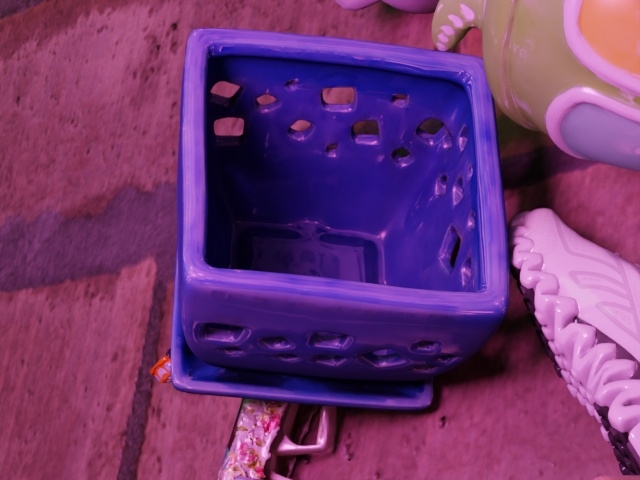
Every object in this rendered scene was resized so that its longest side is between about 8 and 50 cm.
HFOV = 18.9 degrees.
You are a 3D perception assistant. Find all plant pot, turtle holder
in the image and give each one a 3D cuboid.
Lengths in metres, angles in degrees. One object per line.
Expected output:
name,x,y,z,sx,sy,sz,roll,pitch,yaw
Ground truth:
plant pot,0.000,0.000,1.447,0.212,0.236,0.236,108,165,-55
turtle holder,0.234,-0.176,1.285,0.227,0.320,0.243,32,63,26

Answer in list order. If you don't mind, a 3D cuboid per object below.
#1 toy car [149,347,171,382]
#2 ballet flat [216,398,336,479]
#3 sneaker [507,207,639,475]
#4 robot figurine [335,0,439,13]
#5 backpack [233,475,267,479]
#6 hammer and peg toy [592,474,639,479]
toy car,-0.090,0.091,1.645,0.122,0.060,0.040,-39,76,32
ballet flat,-0.035,0.170,1.526,0.077,0.091,0.241,12,79,21
sneaker,0.218,0.066,1.325,0.118,0.110,0.292,-29,40,0
robot figurine,0.130,-0.311,1.544,0.353,0.200,0.300,-22,40,35
backpack,-0.031,0.253,1.402,0.188,0.166,0.144,-6,61,39
hammer and peg toy,0.244,0.278,1.039,0.127,0.266,0.361,-48,39,42
